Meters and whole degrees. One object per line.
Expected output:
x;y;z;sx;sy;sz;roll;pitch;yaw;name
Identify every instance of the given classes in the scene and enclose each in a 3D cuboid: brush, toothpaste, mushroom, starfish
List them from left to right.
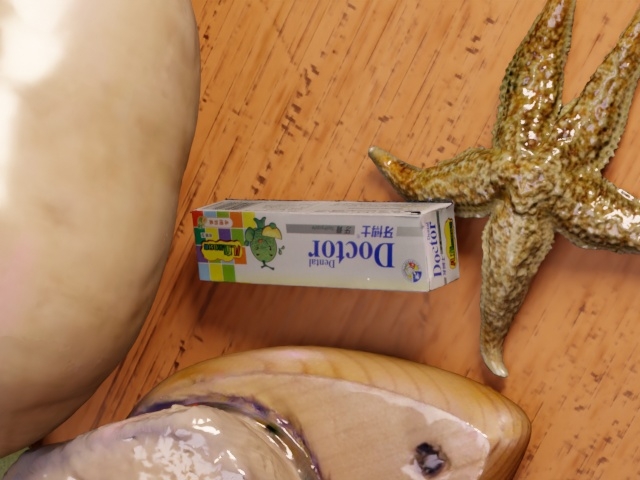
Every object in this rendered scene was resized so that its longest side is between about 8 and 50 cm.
-0.214;-0.053;0.976;0.325;0.353;0.353;38;110;13;mushroom
-0.024;0.141;0.997;0.267;0.166;0.174;-22;85;24;brush
0.000;0.000;1.024;0.164;0.034;0.046;2;102;37;toothpaste
0.124;-0.029;0.979;0.217;0.050;0.223;19;108;16;starfish

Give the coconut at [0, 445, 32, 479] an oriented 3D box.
-0.243;0.119;1.160;0.158;0.055;0.133;42;109;18;coconut
